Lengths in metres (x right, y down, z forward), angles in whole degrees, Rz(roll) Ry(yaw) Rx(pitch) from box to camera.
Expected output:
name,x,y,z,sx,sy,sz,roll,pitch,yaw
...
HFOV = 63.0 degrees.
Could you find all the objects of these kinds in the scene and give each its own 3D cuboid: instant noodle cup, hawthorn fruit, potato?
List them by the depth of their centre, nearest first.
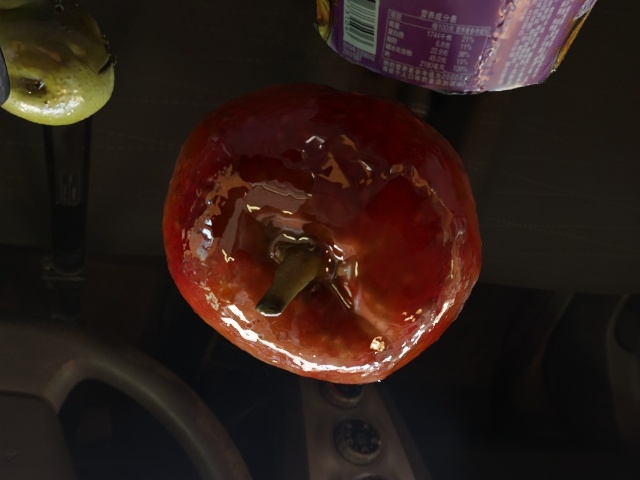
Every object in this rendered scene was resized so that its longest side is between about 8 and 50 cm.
name,x,y,z,sx,sy,sz,roll,pitch,yaw
instant noodle cup,0.134,-0.303,0.449,0.340,0.339,0.266,-8,135,-12
hawthorn fruit,0.000,0.000,0.449,0.287,0.330,0.287,2,103,10
potato,-0.346,-0.234,0.654,0.169,0.248,0.143,-2,127,-26

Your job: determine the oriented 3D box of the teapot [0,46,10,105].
name,x,y,z,sx,sy,sz,roll,pitch,yaw
teapot,-0.210,-0.121,0.308,0.043,0.042,0.111,13,154,-23
